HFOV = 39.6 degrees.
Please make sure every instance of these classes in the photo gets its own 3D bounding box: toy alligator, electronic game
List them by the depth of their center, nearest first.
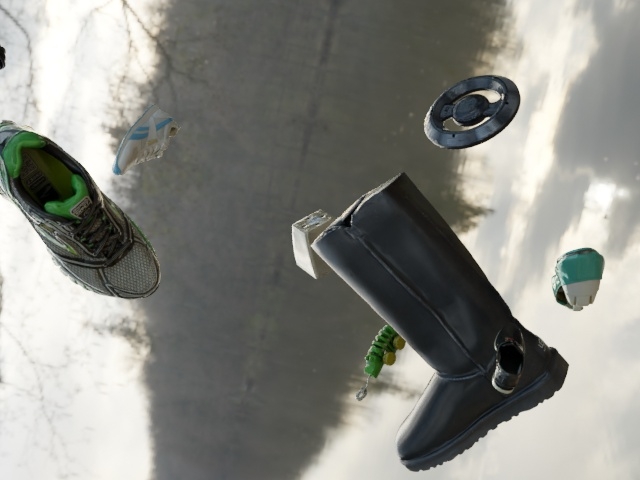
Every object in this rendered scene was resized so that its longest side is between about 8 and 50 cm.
[{"bbox_3d":[0.114,0.232,1.785,0.056,0.051,0.190,9,56,49],"label":"toy alligator"},{"bbox_3d":[0.344,-0.294,2.023,0.048,0.229,0.229,54,-146,-39],"label":"electronic game"}]

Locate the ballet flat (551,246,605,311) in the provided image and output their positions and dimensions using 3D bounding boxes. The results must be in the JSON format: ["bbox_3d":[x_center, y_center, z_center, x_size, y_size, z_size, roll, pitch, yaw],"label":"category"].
[{"bbox_3d":[0.440,0.074,1.508,0.247,0.083,0.087,47,-144,-75],"label":"ballet flat"}]

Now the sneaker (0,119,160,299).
[{"bbox_3d":[-0.361,-0.027,1.305,0.134,0.343,0.146,-50,31,-14],"label":"sneaker"}]

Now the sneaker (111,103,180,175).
[{"bbox_3d":[-0.417,-0.231,2.118,0.087,0.092,0.229,-46,12,51],"label":"sneaker"}]

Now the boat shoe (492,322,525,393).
[{"bbox_3d":[0.287,0.169,1.336,0.133,0.048,0.042,-66,-7,-50],"label":"boat shoe"}]

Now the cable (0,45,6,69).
[{"bbox_3d":[-0.739,-0.405,1.826,0.184,0.150,0.047,52,-146,-33],"label":"cable"}]

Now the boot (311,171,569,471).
[{"bbox_3d":[0.143,0.151,1.528,0.367,0.445,0.146,-40,11,24],"label":"boot"}]

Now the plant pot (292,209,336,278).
[{"bbox_3d":[0.000,0.000,1.847,0.109,0.109,0.096,33,149,60],"label":"plant pot"}]
